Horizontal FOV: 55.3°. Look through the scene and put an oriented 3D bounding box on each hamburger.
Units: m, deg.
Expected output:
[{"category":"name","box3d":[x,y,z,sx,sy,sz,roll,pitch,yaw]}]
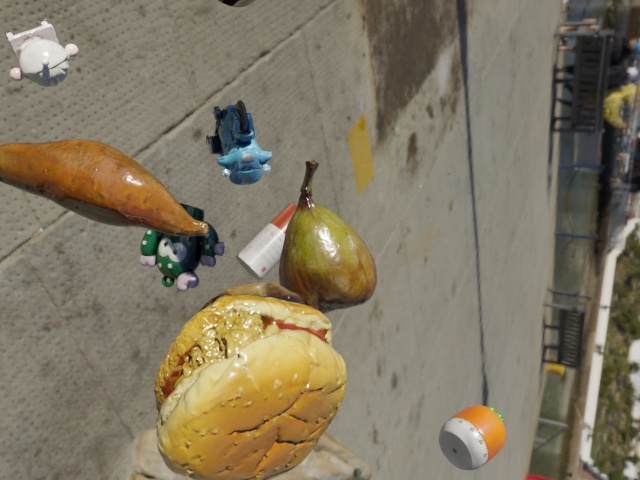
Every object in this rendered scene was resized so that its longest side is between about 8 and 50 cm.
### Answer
[{"category":"hamburger","box3d":[-0.080,0.180,0.727,0.244,0.163,0.245,-15,126,-22]}]

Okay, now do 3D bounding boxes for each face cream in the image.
[{"category":"face cream","box3d":[-0.125,0.003,1.682,0.214,0.095,0.096,-46,142,-15]}]

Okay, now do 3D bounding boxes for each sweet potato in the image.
[{"category":"sweet potato","box3d":[-0.325,-0.087,0.878,0.112,0.358,0.112,22,90,-90]}]

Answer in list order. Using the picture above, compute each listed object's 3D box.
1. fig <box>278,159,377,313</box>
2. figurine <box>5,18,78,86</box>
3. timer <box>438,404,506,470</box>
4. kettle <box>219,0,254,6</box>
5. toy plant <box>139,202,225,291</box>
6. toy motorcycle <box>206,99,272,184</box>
[{"category":"fig","box3d":[0.000,0.001,1.041,0.145,0.169,0.275,-50,131,-67]},{"category":"figurine","box3d":[-0.783,-0.522,1.729,0.181,0.256,0.145,-13,129,-37]},{"category":"timer","box3d":[0.282,0.345,1.100,0.136,0.099,0.136,-37,170,-7]},{"category":"kettle","box3d":[-0.106,-0.537,1.059,0.143,0.232,0.202,-8,94,-34]},{"category":"toy plant","box3d":[-0.396,0.020,1.732,0.243,0.232,0.112,-49,160,8]},{"category":"toy motorcycle","box3d":[-0.191,-0.220,1.401,0.123,0.272,0.182,-9,99,-17]}]
